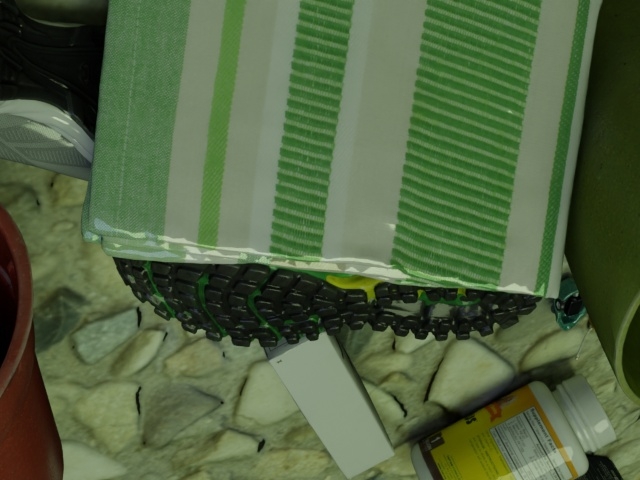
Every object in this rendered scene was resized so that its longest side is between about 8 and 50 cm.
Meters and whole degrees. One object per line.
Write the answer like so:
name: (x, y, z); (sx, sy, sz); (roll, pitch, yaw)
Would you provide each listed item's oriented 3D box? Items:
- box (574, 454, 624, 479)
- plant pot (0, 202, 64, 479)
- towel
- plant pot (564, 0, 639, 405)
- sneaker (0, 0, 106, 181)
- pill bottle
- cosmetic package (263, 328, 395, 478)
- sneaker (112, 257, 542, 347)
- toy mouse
box: (0.281, 0.353, 1.445); (0.207, 0.108, 0.153); (16, 125, -37)
plant pot: (-0.311, 0.125, 0.815); (0.272, 0.272, 0.265); (-17, 146, -10)
towel: (0.020, -0.095, 0.750); (0.324, 0.038, 0.248); (7, 94, -11)
plant pot: (0.275, -0.069, 0.854); (0.274, 0.294, 0.275); (-13, 138, -13)
sneaker: (-0.197, -0.097, 0.761); (0.108, 0.100, 0.271); (-14, 157, 37)
pill bottle: (0.218, 0.236, 1.283); (0.215, 0.117, 0.117); (-29, 139, 4)
cosmetic package: (0.001, 0.125, 1.074); (0.060, 0.099, 0.239); (-26, 140, 1)
sneaker: (0.000, 0.000, 0.932); (0.343, 0.146, 0.134); (1, 148, -7)
toy mouse: (0.289, 0.046, 1.183); (0.161, 0.031, 0.143); (-41, 137, 17)
